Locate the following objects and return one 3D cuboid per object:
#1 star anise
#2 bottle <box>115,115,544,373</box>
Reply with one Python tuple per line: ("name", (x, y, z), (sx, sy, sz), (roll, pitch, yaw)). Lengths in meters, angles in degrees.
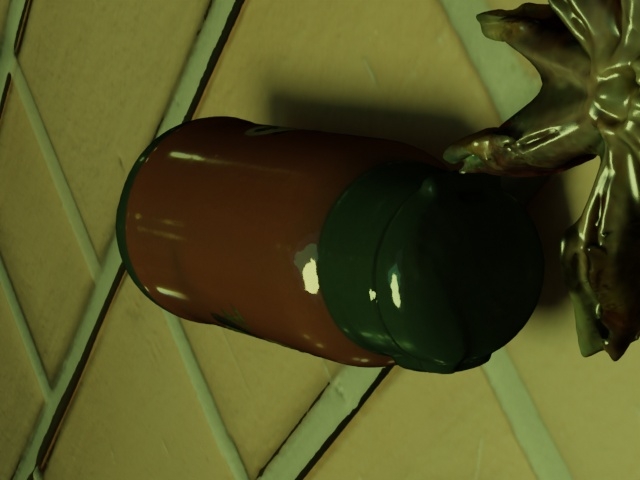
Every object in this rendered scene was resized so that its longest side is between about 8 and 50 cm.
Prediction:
("star anise", (0.151, -0.071, 0.702), (0.288, 0.088, 0.288), (12, 106, 49))
("bottle", (0.000, 0.000, 0.962), (0.336, 0.144, 0.144), (11, 112, 60))
